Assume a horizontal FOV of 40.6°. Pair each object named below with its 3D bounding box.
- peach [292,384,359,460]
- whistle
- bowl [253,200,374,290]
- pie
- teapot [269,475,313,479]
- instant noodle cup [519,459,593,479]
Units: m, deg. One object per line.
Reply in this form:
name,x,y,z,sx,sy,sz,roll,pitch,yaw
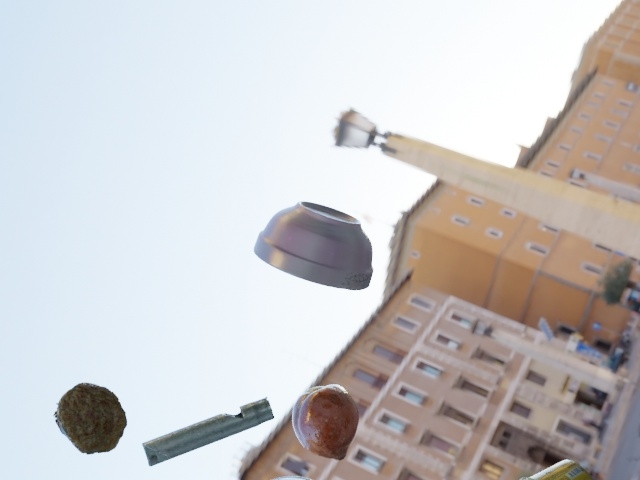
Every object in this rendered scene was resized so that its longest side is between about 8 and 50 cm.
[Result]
peach,0.024,0.546,2.585,0.232,0.233,0.232,-54,-23,-36
whistle,-0.262,0.447,2.033,0.312,0.062,0.062,-19,-36,-11
bowl,0.000,0.000,2.028,0.287,0.287,0.143,-9,-60,-68
pie,-0.584,0.456,2.214,0.163,0.193,0.079,-32,5,-20
teapot,-0.083,0.598,1.553,0.239,0.240,0.321,38,-107,-79
instant noodle cup,0.628,0.666,2.255,0.144,0.182,0.182,-25,-40,-25
